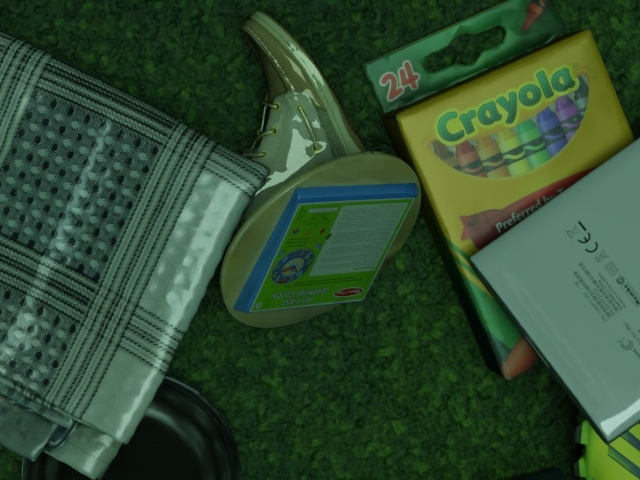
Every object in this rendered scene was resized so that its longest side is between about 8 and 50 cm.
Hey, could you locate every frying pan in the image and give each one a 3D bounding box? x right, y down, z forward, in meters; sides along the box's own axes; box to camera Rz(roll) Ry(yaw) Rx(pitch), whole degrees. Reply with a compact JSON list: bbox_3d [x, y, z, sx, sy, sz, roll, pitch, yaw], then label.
[{"bbox_3d":[-0.180,0.271,1.493,0.197,0.053,0.326,13,67,-7],"label":"frying pan"}]

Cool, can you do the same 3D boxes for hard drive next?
[{"bbox_3d":[0.315,0.009,1.487,0.307,0.040,0.203,-35,74,-4],"label":"hard drive"}]

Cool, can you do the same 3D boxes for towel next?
[{"bbox_3d":[-0.251,0.010,1.476,0.312,0.056,0.324,28,91,6],"label":"towel"}]

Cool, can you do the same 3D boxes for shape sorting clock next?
[{"bbox_3d":[0.000,0.000,1.500,0.206,0.206,0.040,-39,55,-4],"label":"shape sorting clock"}]

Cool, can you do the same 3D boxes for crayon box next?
[{"bbox_3d":[0.191,-0.057,1.563,0.202,0.081,0.318,-25,97,-5],"label":"crayon box"}]

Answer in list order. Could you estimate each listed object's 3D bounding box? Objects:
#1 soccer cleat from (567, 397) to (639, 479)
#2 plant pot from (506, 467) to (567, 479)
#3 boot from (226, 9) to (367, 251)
[{"bbox_3d":[0.300,0.228,1.589,0.121,0.093,0.289,-7,101,6],"label":"soccer cleat"},{"bbox_3d":[0.129,0.325,1.548,0.234,0.165,0.166,-10,96,0],"label":"plant pot"},{"bbox_3d":[-0.056,-0.083,1.526,0.165,0.077,0.213,-32,105,-4],"label":"boot"}]
